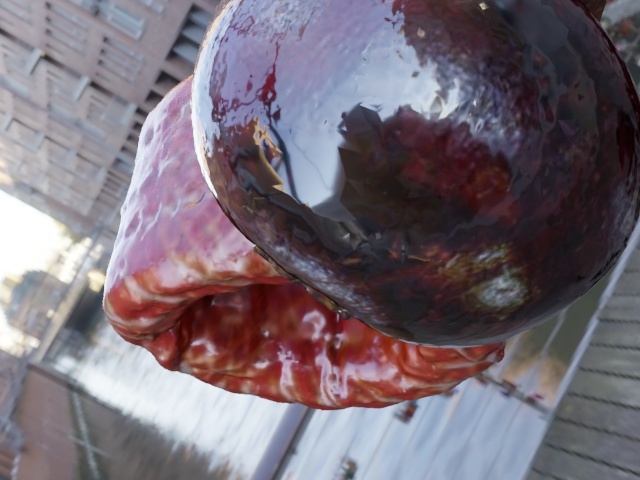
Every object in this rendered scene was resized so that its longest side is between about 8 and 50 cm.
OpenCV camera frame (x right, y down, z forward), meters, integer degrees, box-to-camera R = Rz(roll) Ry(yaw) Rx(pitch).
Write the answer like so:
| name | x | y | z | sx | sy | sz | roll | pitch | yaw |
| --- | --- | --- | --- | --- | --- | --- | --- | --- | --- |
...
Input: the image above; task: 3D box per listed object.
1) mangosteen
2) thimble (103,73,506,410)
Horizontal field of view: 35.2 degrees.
| name | x | y | z | sx | sy | sz | roll | pitch | yaw |
| --- | --- | --- | --- | --- | --- | --- | --- | --- | --- |
| mangosteen | 0.066 | -0.082 | 0.509 | 0.261 | 0.235 | 0.235 | -55 | 12 | 0 |
| thimble | 0.000 | 0.000 | 0.889 | 0.350 | 0.350 | 0.230 | -44 | 33 | 53 |
